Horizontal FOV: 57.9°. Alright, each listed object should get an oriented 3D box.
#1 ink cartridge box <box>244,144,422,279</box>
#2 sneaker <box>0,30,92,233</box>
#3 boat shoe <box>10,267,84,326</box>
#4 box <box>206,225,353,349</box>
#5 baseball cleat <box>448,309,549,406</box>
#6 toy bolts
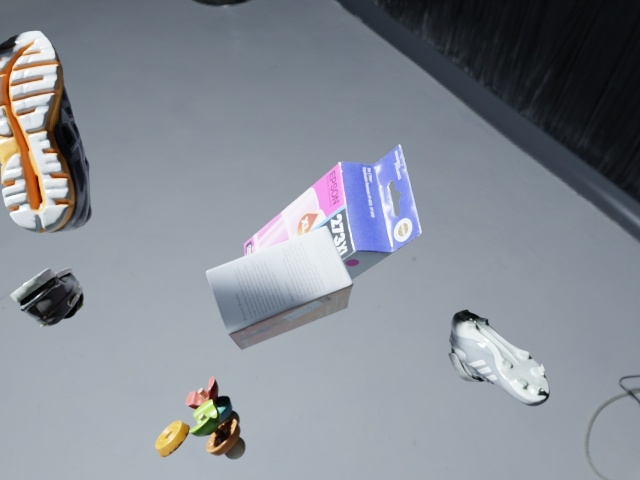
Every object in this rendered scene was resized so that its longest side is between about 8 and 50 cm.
[{"bbox_3d":[0.000,0.000,0.964,0.069,0.371,0.176,22,47,-37],"label":"ink cartridge box"},{"bbox_3d":[-0.282,-0.106,0.586,0.084,0.083,0.215,-11,81,4],"label":"sneaker"},{"bbox_3d":[-0.390,0.088,0.853,0.081,0.228,0.069,-40,97,-13],"label":"boat shoe"},{"bbox_3d":[-0.053,0.069,0.793,0.170,0.130,0.091,-21,72,-7],"label":"box"},{"bbox_3d":[0.268,0.196,0.886,0.072,0.109,0.206,-7,32,-18],"label":"baseball cleat"},{"bbox_3d":[-0.301,0.510,1.554,0.218,0.158,0.228,-36,17,12],"label":"toy bolts"}]
